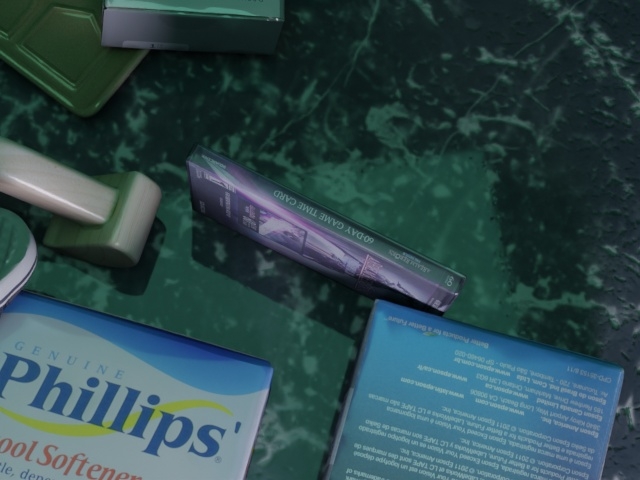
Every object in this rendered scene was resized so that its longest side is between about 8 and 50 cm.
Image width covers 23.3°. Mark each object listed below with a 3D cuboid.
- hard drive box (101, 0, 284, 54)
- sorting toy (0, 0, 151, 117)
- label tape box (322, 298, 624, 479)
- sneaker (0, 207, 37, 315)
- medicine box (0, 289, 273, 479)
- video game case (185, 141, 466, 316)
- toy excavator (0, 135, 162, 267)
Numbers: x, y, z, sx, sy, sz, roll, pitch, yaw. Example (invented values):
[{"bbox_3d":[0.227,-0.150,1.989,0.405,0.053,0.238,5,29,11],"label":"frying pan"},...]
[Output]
[{"bbox_3d":[-0.131,-0.316,1.583,0.181,0.089,0.232,3,72,-9],"label":"hard drive box"},{"bbox_3d":[-0.240,-0.298,1.629,0.229,0.041,0.307,36,70,2],"label":"sorting toy"},{"bbox_3d":[0.123,0.257,1.475,0.249,0.115,0.347,16,78,1],"label":"label tape box"},{"bbox_3d":[-0.389,0.089,1.396,0.321,0.127,0.126,-30,55,-6],"label":"sneaker"},{"bbox_3d":[-0.207,0.223,1.441,0.264,0.149,0.289,16,76,0],"label":"medicine box"},{"bbox_3d":[0.000,0.000,1.485,0.274,0.196,0.026,27,78,3],"label":"video game case"},{"bbox_3d":[-0.425,-0.103,1.452,0.445,0.433,0.222,11,73,28],"label":"toy excavator"}]
